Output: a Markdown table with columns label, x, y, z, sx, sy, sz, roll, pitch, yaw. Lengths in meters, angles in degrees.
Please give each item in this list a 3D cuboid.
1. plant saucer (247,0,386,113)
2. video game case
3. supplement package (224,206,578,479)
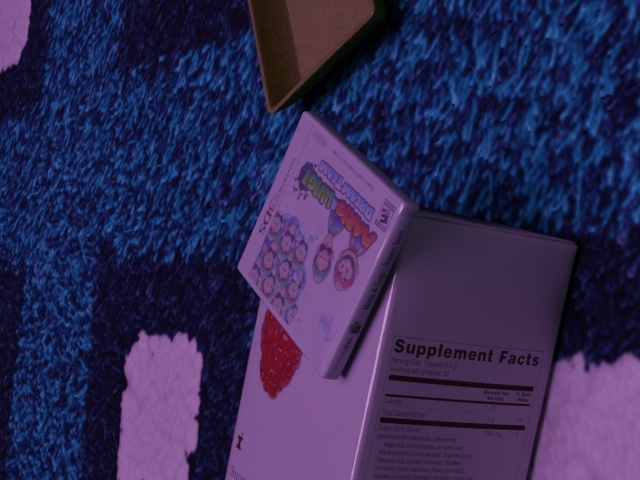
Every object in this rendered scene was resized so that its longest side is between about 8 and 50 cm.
| label | x | y | z | sx | sy | sz | roll | pitch | yaw |
| --- | --- | --- | --- | --- | --- | --- | --- | --- | --- |
| plant saucer | 0.000 | -0.249 | 1.210 | 0.188 | 0.045 | 0.188 | -38 | 54 | 44 |
| video game case | 0.000 | 0.000 | 0.873 | 0.157 | 0.019 | 0.143 | 47 | 119 | 49 |
| supplement package | 0.054 | 0.118 | 0.941 | 0.177 | 0.175 | 0.293 | 16 | 96 | 56 |
